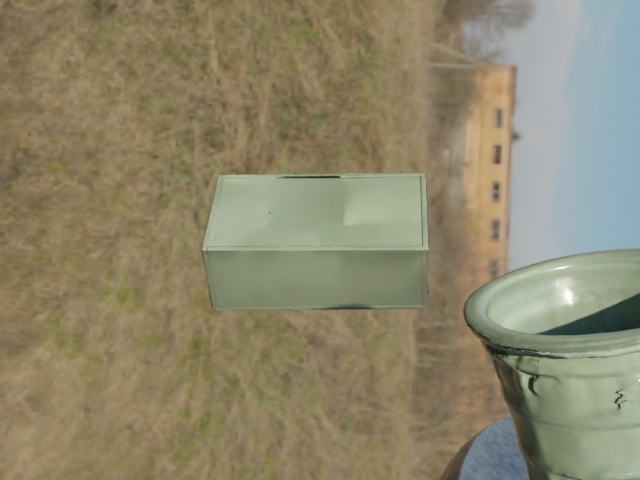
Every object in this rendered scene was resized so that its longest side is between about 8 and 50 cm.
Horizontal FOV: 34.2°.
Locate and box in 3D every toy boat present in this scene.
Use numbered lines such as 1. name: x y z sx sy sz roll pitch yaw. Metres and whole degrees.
1. toy boat: 0.171 0.264 1.007 0.078 0.127 0.283 -66 174 27

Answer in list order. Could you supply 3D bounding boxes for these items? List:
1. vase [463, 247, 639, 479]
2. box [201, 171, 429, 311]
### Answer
1. vase: 0.172 0.166 0.568 0.143 0.143 0.298 -65 143 -73
2. box: 0.000 0.000 1.091 0.129 0.225 0.086 -84 172 -50
